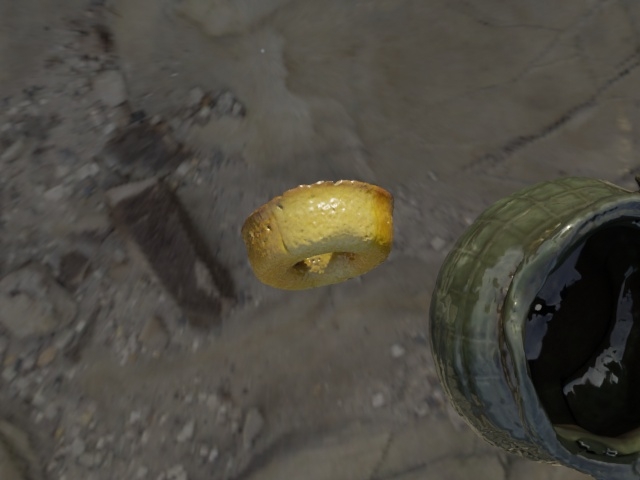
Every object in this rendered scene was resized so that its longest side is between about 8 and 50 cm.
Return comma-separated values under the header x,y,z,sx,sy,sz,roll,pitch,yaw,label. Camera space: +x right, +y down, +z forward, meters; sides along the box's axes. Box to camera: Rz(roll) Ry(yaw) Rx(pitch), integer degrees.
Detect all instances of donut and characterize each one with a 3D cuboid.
x,y,z,sx,sy,sz,roll,pitch,yaw,label
0.000,0.000,1.471,0.152,0.152,0.058,-9,69,-1,donut

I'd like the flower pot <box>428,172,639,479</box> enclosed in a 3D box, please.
x,y,z,sx,sy,sz,roll,pitch,yaw,label
0.263,0.079,1.501,0.302,0.213,0.301,-3,98,-20,flower pot
